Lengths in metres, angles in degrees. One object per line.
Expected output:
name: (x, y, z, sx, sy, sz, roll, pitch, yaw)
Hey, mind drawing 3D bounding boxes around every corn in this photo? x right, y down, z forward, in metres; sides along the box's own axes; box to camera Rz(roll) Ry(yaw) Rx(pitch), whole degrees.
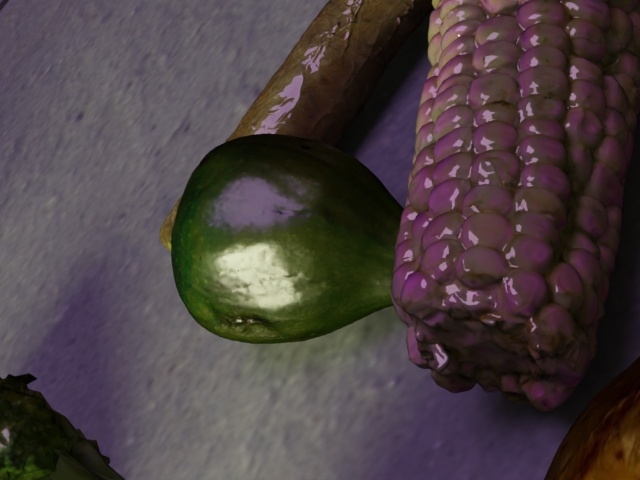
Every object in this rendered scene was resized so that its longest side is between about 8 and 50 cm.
corn: (0.105, -0.067, 0.844, 0.126, 0.126, 0.335, -20, 45, 37)

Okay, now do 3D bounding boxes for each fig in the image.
fig: (0.000, 0.000, 0.909, 0.177, 0.117, 0.117, 6, 59, 40)

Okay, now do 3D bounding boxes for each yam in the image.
yam: (0.008, -0.100, 1.036, 0.300, 0.066, 0.066, -53, 32, -9)

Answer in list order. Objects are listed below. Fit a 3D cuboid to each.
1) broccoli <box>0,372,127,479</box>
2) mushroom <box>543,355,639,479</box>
broccoli: (-0.066, 0.200, 0.618, 0.283, 0.321, 0.304, -13, 49, 2)
mushroom: (0.135, 0.108, 0.546, 0.231, 0.138, 0.194, -46, 51, 48)
